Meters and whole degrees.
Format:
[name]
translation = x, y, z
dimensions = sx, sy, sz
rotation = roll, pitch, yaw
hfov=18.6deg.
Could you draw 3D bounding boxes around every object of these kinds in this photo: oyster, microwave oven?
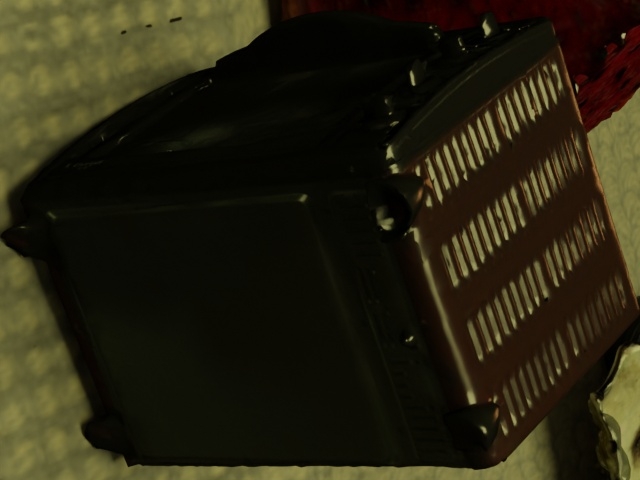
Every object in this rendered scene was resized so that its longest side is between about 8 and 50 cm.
[oyster]
translation = 0.253, 0.161, 1.361
dimensions = 0.214, 0.083, 0.222
rotation = -26, 106, -44
[microwave oven]
translation = 0.001, 0.000, 0.970
dimensions = 0.178, 0.247, 0.188
rotation = -43, 120, -45

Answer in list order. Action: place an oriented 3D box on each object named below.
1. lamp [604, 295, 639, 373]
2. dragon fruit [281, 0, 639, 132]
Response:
[lamp]
translation = 0.304, -0.029, 1.474
dimensions = 0.371, 0.108, 0.130
rotation = -50, 137, -21
[dragon fruit]
translation = 0.154, -0.139, 1.162
dimensions = 0.330, 0.240, 0.302
rotation = -7, 115, -43
